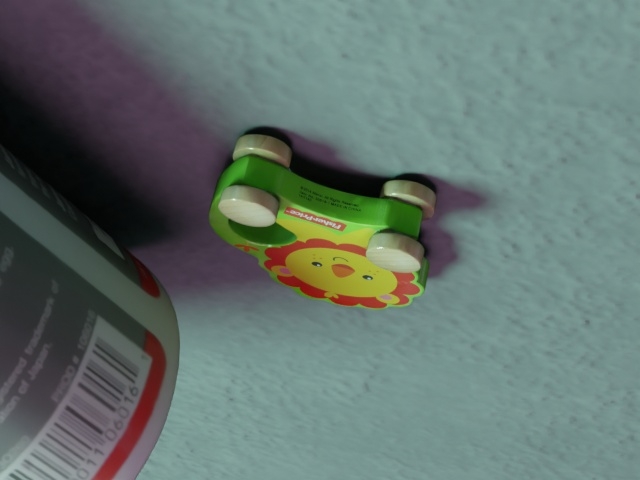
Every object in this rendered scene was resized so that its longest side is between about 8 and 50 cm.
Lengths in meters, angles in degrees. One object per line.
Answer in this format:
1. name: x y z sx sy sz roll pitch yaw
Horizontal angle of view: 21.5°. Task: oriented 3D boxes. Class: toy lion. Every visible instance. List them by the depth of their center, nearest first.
1. toy lion: 0.000 0.000 0.705 0.100 0.034 0.096 18 155 -10

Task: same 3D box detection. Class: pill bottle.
1. pill bottle: -0.198 0.004 0.646 0.161 0.161 0.283 -12 141 33
